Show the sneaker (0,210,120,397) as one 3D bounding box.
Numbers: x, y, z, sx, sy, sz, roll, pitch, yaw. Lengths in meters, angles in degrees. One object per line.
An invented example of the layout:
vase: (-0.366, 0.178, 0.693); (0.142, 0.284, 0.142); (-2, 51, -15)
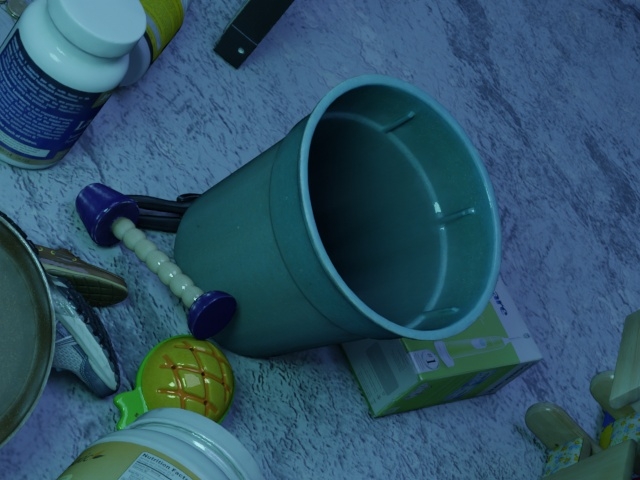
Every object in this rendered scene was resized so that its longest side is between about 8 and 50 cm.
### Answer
sneaker: (-0.352, 0.092, 1.596); (0.283, 0.122, 0.110); (53, 1, -21)

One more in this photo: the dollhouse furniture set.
dollhouse furniture set: (0.383, 0.298, 1.815); (0.256, 0.394, 0.362); (44, 39, -14)

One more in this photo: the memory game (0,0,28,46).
memory game: (-0.474, -0.303, 1.876); (0.186, 0.012, 0.186); (24, 45, -25)

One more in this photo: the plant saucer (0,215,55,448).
plant saucer: (-0.429, 0.098, 1.413); (0.310, 0.310, 0.050); (50, 0, 4)

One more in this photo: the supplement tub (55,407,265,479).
supplement tub: (-0.210, 0.342, 1.396); (0.228, 0.228, 0.316); (45, 39, -1)

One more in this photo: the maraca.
maraca: (-0.179, 0.193, 1.652); (0.127, 0.099, 0.186); (46, 49, -2)

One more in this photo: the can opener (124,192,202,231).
can opener: (-0.207, -0.035, 1.863); (0.186, 0.073, 0.059); (-2, 98, -39)

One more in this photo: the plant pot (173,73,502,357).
plant pot: (0.000, 0.000, 1.745); (0.341, 0.334, 0.341); (17, 63, -38)

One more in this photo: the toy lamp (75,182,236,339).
toy lamp: (-0.223, 0.019, 1.722); (0.080, 0.080, 0.274); (-11, 43, -46)

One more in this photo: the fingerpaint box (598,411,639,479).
fingerpaint box: (0.622, 0.302, 1.976); (0.163, 0.445, 0.371); (45, 39, -14)

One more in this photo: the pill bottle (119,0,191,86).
pill bottle: (-0.275, -0.330, 1.989); (0.119, 0.119, 0.208); (38, 41, -10)

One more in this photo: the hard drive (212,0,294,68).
hard drive: (-0.030, -0.448, 2.131); (0.064, 0.339, 0.237); (39, 41, -9)

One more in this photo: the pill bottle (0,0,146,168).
pill bottle: (-0.342, -0.224, 1.726); (0.153, 0.264, 0.153); (23, 45, -25)

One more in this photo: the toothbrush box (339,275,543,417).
toothbrush box: (0.167, 0.131, 1.986); (0.283, 0.122, 0.206); (-6, 61, -43)

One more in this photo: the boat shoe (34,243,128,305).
boat shoe: (-0.325, 0.036, 1.680); (0.178, 0.064, 0.060); (16, 50, -28)
